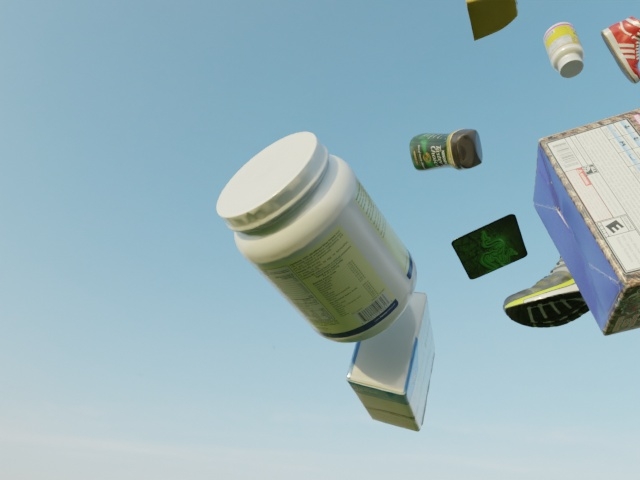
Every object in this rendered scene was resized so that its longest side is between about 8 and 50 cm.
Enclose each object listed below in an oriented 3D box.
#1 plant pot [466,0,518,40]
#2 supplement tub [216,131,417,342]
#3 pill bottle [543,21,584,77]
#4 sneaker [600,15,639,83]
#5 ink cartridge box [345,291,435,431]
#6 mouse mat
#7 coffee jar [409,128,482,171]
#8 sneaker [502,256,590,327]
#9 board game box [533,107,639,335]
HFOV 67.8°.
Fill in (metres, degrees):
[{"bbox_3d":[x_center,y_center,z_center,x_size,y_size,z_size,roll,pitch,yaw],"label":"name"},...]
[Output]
[{"bbox_3d":[0.324,-0.442,0.893,0.083,0.081,0.081,-7,-42,27],"label":"plant pot"},{"bbox_3d":[0.000,0.000,0.834,0.235,0.235,0.325,-19,-55,30],"label":"supplement tub"},{"bbox_3d":[0.350,-0.271,0.681,0.043,0.083,0.043,3,-34,2],"label":"pill bottle"},{"bbox_3d":[0.575,-0.352,0.872,0.067,0.118,0.042,-29,-6,25],"label":"sneaker"},{"bbox_3d":[0.175,0.278,1.091,0.129,0.223,0.307,6,-32,22],"label":"ink cartridge box"},{"bbox_3d":[0.402,0.021,1.123,0.152,0.007,0.190,-27,-42,15],"label":"mouse mat"},{"bbox_3d":[0.304,-0.218,1.157,0.184,0.079,0.096,11,-58,59],"label":"coffee jar"},{"bbox_3d":[0.514,0.079,0.973,0.300,0.121,0.111,-25,-53,11],"label":"sneaker"},{"bbox_3d":[0.455,-0.046,0.588,0.291,0.232,0.141,-16,-37,10],"label":"board game box"}]
